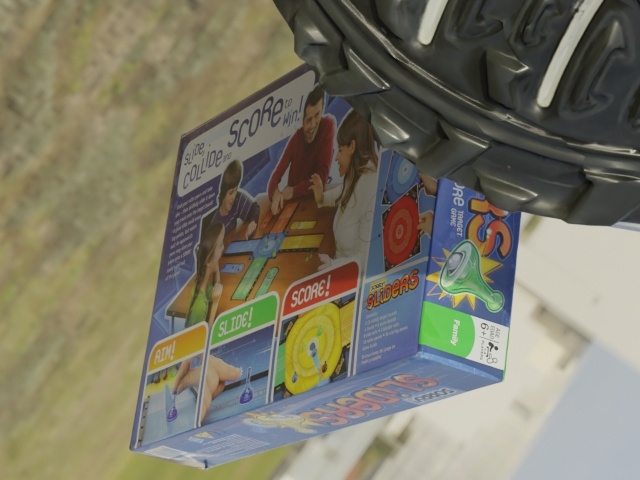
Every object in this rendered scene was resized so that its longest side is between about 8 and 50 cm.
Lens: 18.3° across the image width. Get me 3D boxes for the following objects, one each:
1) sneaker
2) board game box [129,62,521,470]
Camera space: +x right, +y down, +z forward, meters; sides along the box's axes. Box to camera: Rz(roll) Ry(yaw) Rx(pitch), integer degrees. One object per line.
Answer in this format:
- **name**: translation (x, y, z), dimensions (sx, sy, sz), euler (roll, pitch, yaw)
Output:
- **sneaker**: translation (0.097, -0.051, 0.487), dimensions (0.100, 0.271, 0.108), euler (-59, -178, 30)
- **board game box**: translation (0.000, 0.000, 0.710), dimensions (0.201, 0.035, 0.136), euler (-23, -126, 56)
